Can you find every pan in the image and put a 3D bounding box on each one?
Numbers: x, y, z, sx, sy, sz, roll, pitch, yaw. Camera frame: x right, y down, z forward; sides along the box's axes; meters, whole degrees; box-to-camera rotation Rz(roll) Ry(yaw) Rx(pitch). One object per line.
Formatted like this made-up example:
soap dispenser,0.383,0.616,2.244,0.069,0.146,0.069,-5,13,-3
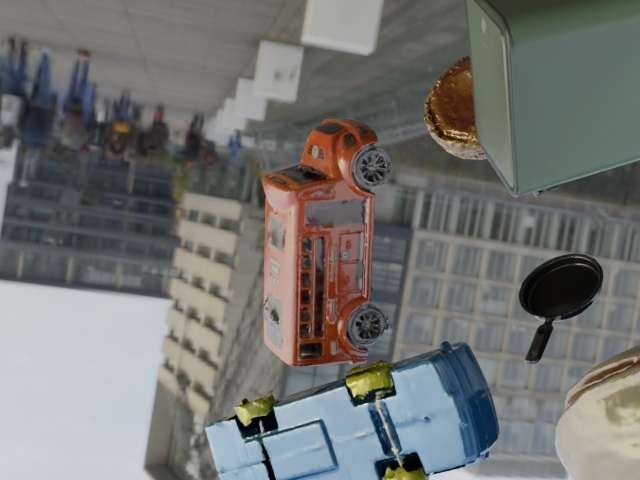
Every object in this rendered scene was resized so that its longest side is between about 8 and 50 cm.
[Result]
pan,0.354,0.108,1.522,0.136,0.235,0.028,-7,127,38

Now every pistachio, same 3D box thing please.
pistachio,0.544,0.274,1.433,0.365,0.281,0.445,29,143,-11

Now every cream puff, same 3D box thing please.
cream puff,0.287,-0.209,1.709,0.183,0.183,0.169,11,166,35

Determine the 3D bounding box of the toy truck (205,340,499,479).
toy truck,0.036,0.237,1.253,0.384,0.161,0.162,-23,174,35

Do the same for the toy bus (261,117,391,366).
toy bus,0.000,0.000,1.371,0.153,0.329,0.143,-4,-164,-23

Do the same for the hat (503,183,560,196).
hat,0.328,-0.095,1.479,0.121,0.050,0.121,-26,-176,2

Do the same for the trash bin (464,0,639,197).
trash bin,0.356,-0.214,1.164,0.343,0.223,0.158,-15,-146,-5
